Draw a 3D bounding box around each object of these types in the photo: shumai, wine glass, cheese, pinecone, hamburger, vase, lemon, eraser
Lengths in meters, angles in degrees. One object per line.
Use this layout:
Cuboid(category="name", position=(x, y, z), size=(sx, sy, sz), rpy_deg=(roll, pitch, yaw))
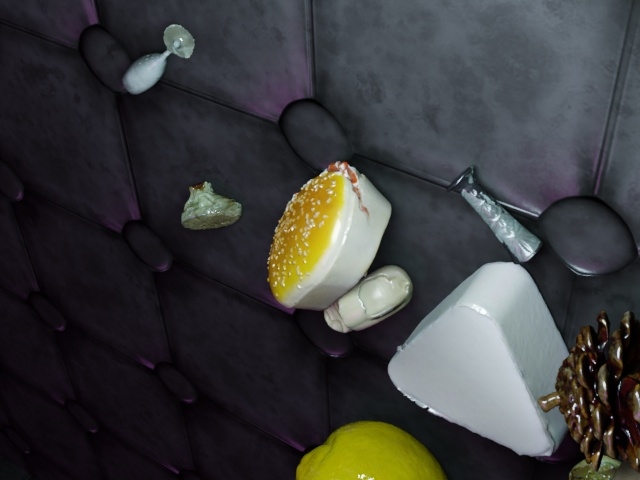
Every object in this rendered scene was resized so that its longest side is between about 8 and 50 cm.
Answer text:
Cuboid(category="shumai", position=(-0.223, -0.075, 1.858), size=(0.099, 0.123, 0.087), rpy_deg=(114, 148, -70))
Cuboid(category="wine glass", position=(-0.306, -0.329, 1.702), size=(0.198, 0.066, 0.066), rpy_deg=(-21, 109, 51))
Cuboid(category="cheese", position=(0.069, 0.119, 1.713), size=(0.082, 0.163, 0.286), rpy_deg=(62, 158, 3))
Cuboid(category="pinecone", position=(0.481, 0.220, 1.364), size=(0.309, 0.244, 0.244), rpy_deg=(-3, 124, 23))
Cuboid(category="hamburger", position=(0.000, 0.000, 1.603), size=(0.151, 0.227, 0.295), rpy_deg=(28, 143, -17))
Cuboid(category="vase", position=(0.272, -0.040, 1.443), size=(0.167, 0.059, 0.059), rpy_deg=(47, 143, -3))
Cuboid(category="hamburger", position=(0.518, 0.463, 1.639), size=(0.184, 0.131, 0.159), rpy_deg=(10, 123, 28))
Cuboid(category="lemon", position=(0.109, 0.546, 1.931), size=(0.348, 0.348, 0.348), rpy_deg=(25, 139, 24))
Cuboid(category="eraser", position=(0.309, 0.224, 1.588), size=(0.331, 0.150, 0.331), rpy_deg=(25, 137, 26))

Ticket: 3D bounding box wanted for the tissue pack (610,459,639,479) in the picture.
Cuboid(category="tissue pack", position=(0.636, 0.496, 1.437), size=(0.387, 0.277, 0.267), rpy_deg=(47, 140, -5))
